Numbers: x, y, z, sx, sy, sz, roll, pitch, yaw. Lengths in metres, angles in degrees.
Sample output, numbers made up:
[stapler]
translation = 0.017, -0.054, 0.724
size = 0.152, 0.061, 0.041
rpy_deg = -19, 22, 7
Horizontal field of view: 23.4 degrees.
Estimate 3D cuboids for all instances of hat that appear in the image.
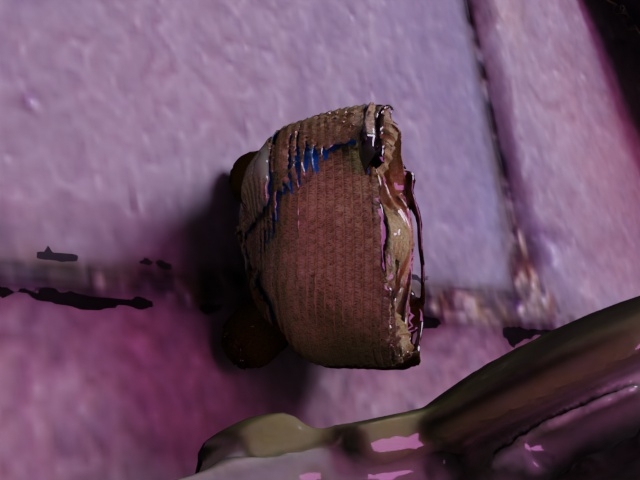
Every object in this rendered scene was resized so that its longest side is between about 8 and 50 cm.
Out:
[hat]
translation = 0.000, 0.000, 0.460
size = 0.076, 0.059, 0.077
rpy_deg = 53, 35, -79

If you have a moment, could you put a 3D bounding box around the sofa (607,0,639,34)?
[sofa]
translation = 0.228, -0.159, 0.764
size = 0.200, 0.182, 0.258
rpy_deg = -5, 77, -70

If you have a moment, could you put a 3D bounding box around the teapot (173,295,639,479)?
[teapot]
translation = 0.070, 0.148, 0.404
size = 0.239, 0.322, 0.239
rpy_deg = 82, -16, -70
